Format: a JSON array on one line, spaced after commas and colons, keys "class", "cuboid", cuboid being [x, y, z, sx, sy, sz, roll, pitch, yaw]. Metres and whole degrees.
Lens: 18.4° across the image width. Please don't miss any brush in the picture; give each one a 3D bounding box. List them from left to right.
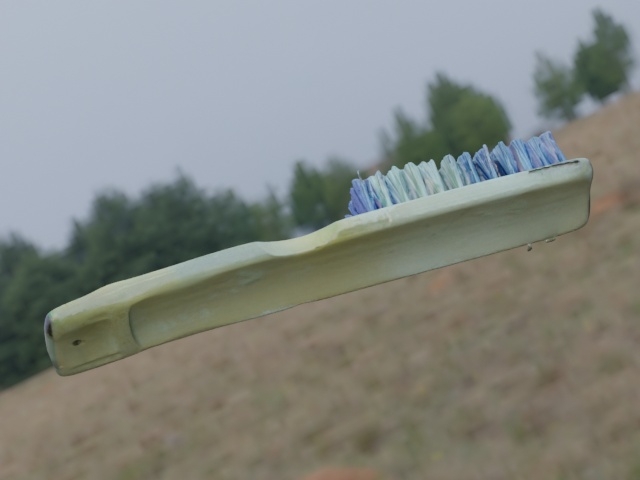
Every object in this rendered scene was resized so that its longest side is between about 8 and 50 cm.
[{"class": "brush", "cuboid": [0.000, 0.000, 0.602, 0.178, 0.030, 0.033, -16, -30, -16]}]
